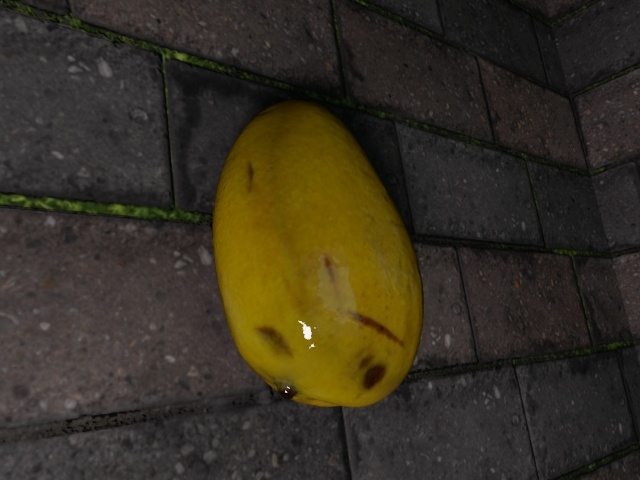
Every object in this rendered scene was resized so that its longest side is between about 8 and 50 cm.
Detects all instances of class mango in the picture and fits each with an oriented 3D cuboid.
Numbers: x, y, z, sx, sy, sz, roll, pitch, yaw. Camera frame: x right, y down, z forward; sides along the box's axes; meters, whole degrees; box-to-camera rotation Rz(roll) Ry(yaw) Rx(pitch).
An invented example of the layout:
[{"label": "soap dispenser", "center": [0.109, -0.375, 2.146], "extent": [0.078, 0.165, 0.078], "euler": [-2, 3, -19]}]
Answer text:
[{"label": "mango", "center": [0.000, 0.000, 0.809], "extent": [0.301, 0.220, 0.444], "euler": [12, 64, -37]}]
